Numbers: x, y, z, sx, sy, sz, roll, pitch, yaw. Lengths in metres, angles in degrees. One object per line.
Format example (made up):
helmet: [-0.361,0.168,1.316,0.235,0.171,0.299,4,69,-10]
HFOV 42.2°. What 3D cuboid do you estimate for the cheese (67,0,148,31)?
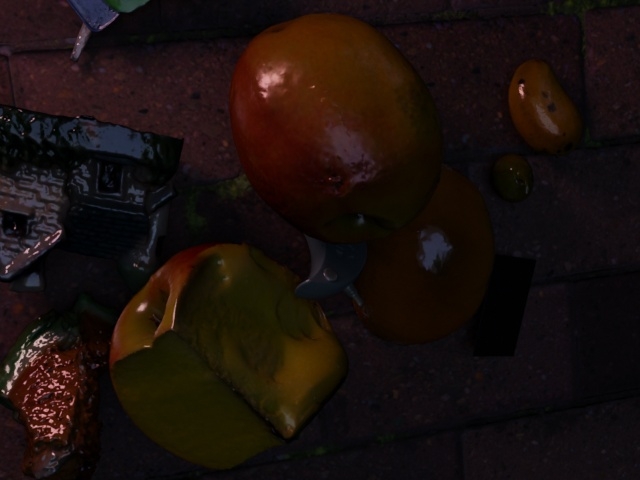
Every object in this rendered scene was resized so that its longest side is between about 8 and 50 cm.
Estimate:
cheese: [-0.250,-0.449,1.274,0.320,0.083,0.204,-36,102,1]

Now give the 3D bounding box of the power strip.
power strip: [0.000,0.000,1.361,0.168,0.054,0.253,-4,59,-36]

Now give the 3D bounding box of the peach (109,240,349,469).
peach: [-0.139,0.181,1.307,0.242,0.306,0.380,-27,123,36]

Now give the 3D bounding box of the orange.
orange: [0.180,0.016,1.455,0.274,0.274,0.310,8,64,-14]

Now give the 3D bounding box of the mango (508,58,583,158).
mango: [0.394,-0.230,1.472,0.115,0.090,0.178,-37,101,-16]

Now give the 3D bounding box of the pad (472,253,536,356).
pad: [0.338,0.122,1.520,0.127,0.004,0.190,8,95,-41]

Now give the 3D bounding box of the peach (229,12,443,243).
peach: [0.023,-0.180,1.267,0.373,0.290,0.372,10,60,-18]

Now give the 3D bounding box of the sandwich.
sandwich: [-0.409,0.237,1.237,0.162,0.301,0.250,25,107,-29]

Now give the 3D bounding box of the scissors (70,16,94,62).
scissors: [-0.348,-0.379,1.313,0.110,0.021,0.212,24,91,-18]

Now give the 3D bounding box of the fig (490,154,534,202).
fig: [0.346,-0.112,1.472,0.082,0.098,0.084,13,83,-13]

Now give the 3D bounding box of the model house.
model house: [-0.369,-0.050,1.242,0.298,0.243,0.284,9,98,-13]
